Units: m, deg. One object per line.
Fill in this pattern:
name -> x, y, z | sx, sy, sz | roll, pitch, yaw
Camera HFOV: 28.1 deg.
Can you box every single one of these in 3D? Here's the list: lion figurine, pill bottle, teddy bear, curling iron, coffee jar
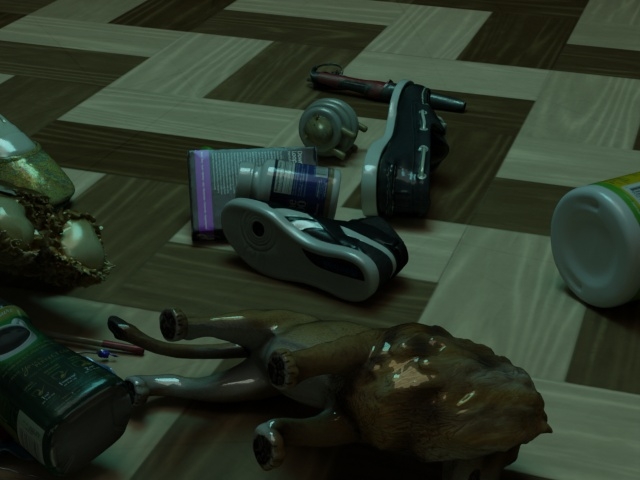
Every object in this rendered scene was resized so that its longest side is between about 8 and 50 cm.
lion figurine -> -0.001, 0.116, 1.148 | 0.240, 0.142, 0.392 | -6, 19, -39
pill bottle -> 0.393, -0.017, 1.434 | 0.246, 0.136, 0.136 | -14, 29, -29
teddy bear -> -0.364, -0.012, 1.371 | 0.338, 0.113, 0.245 | 18, 3, 31
curling iron -> 0.103, -0.243, 2.020 | 0.274, 0.035, 0.068 | 14, 29, 27
coffee jar -> -0.259, 0.123, 1.121 | 0.184, 0.079, 0.096 | 30, 46, 31
pill bottle -> -0.039, -0.060, 1.514 | 0.120, 0.067, 0.067 | 9, 25, -2

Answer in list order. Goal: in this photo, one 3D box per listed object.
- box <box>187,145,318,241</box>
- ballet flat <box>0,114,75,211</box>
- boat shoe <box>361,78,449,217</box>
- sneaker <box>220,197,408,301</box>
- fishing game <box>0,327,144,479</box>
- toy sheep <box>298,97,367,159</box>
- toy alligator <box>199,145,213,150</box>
box -> -0.080, -0.058, 1.564 | 0.162, 0.029, 0.116 | -3, 63, -6
ballet flat -> -0.466, -0.129, 1.676 | 0.349, 0.123, 0.123 | 19, 31, 33
boat shoe -> 0.124, -0.119, 1.687 | 0.091, 0.114, 0.302 | 6, 38, 12
sneaker -> 0.000, 0.000, 1.471 | 0.217, 0.079, 0.121 | 26, 31, 27
fishing game -> -0.274, 0.144, 1.194 | 0.189, 0.041, 0.264 | 9, 26, 10
toy sheep -> 0.014, -0.158, 1.788 | 0.091, 0.091, 0.132 | 8, 13, 14
toy alligator -> -0.094, -0.058, 1.614 | 0.190, 0.056, 0.051 | 34, 74, 25
